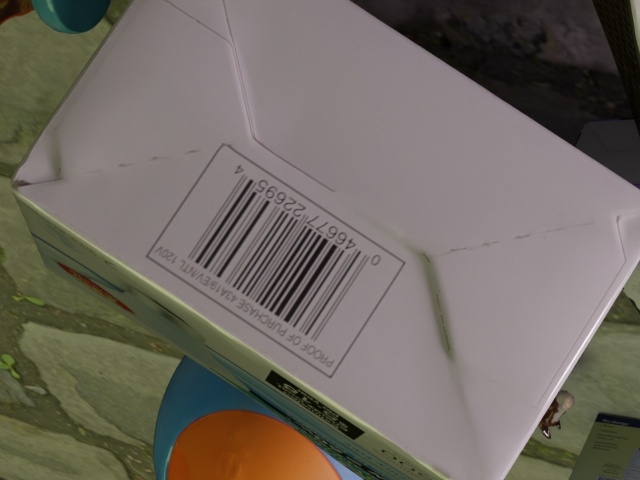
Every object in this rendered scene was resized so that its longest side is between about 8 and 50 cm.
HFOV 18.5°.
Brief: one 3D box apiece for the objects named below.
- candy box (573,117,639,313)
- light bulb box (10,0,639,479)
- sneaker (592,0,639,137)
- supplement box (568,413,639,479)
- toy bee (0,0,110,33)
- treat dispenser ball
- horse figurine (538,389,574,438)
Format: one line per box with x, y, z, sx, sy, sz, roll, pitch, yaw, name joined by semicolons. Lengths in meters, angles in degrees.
0.285;0.001;1.384;0.165;0.070;0.196;0;140;43;candy box
0.000;0.000;1.359;0.358;0.225;0.361;34;170;2;light bulb box
0.233;-0.150;1.187;0.106;0.123;0.290;-113;-1;-60;sneaker
0.272;0.206;1.721;0.083;0.083;0.056;6;144;37;supplement box
-0.202;-0.228;1.354;0.195;0.298;0.162;4;107;12;toy bee
-0.002;0.185;1.730;0.288;0.288;0.288;22;152;13;treat dispenser ball
0.116;0.048;1.629;0.263;0.066;0.174;27;146;0;horse figurine
